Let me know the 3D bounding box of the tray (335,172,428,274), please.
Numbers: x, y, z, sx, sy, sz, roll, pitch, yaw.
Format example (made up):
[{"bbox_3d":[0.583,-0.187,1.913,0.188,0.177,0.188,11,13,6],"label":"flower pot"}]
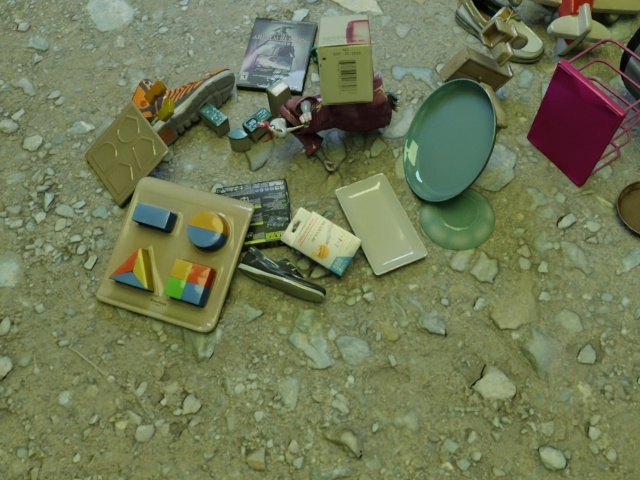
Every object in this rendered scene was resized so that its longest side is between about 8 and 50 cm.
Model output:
[{"bbox_3d":[0.152,-0.042,1.705,0.145,0.030,0.270,-21,63,-7],"label":"tray"}]

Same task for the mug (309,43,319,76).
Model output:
[{"bbox_3d":[0.043,-0.517,1.921,0.158,0.097,0.129,3,63,4],"label":"mug"}]

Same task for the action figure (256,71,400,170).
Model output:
[{"bbox_3d":[0.008,-0.351,1.754,0.371,0.248,0.275,-12,62,-6],"label":"action figure"}]

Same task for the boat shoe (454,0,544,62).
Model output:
[{"bbox_3d":[0.524,-0.631,1.949,0.302,0.103,0.113,37,71,20],"label":"boat shoe"}]

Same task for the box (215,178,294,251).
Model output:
[{"bbox_3d":[-0.170,-0.064,1.728,0.191,0.045,0.184,-9,65,-2],"label":"box"}]

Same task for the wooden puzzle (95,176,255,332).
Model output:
[{"bbox_3d":[-0.364,0.021,1.641,0.322,0.080,0.347,15,76,12],"label":"wooden puzzle"}]

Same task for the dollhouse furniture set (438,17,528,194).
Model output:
[{"bbox_3d":[0.456,-0.330,1.722,0.174,0.303,0.355,12,53,-33],"label":"dollhouse furniture set"}]

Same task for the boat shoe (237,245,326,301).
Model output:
[{"bbox_3d":[-0.087,0.081,1.625,0.233,0.084,0.079,22,66,17],"label":"boat shoe"}]

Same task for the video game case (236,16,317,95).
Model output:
[{"bbox_3d":[-0.127,-0.555,1.992,0.196,0.026,0.274,7,64,7],"label":"video game case"}]

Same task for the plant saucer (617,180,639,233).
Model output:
[{"bbox_3d":[0.834,-0.075,1.684,0.169,0.029,0.168,-1,63,2],"label":"plant saucer"}]

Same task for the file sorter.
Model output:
[{"bbox_3d":[0.692,-0.324,1.678,0.182,0.290,0.202,-32,65,-16],"label":"file sorter"}]

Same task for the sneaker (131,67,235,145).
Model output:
[{"bbox_3d":[-0.407,-0.415,1.879,0.321,0.124,0.180,-40,68,-16],"label":"sneaker"}]

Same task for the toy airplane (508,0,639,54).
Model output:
[{"bbox_3d":[0.719,-0.729,1.933,0.384,0.272,0.386,-42,104,-6],"label":"toy airplane"}]

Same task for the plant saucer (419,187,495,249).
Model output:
[{"bbox_3d":[0.353,-0.069,1.704,0.195,0.037,0.194,-1,62,3],"label":"plant saucer"}]

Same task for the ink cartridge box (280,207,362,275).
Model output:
[{"bbox_3d":[0.000,0.000,1.639,0.181,0.061,0.104,31,86,4],"label":"ink cartridge box"}]

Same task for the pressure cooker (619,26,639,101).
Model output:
[{"bbox_3d":[1.005,-0.383,1.646,0.376,0.369,0.420,-23,60,-4],"label":"pressure cooker"}]

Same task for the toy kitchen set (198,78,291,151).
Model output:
[{"bbox_3d":[-0.209,-0.374,1.847,0.166,0.122,0.207,41,71,21],"label":"toy kitchen set"}]

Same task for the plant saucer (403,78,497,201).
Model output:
[{"bbox_3d":[0.331,-0.250,1.686,0.044,0.318,0.317,11,57,-33],"label":"plant saucer"}]

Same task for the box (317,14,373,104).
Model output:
[{"bbox_3d":[0.063,-0.449,1.638,0.127,0.148,0.232,-3,35,4],"label":"box"}]

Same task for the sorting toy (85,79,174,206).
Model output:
[{"bbox_3d":[-0.489,-0.267,1.791,0.307,0.041,0.229,-44,64,13],"label":"sorting toy"}]
